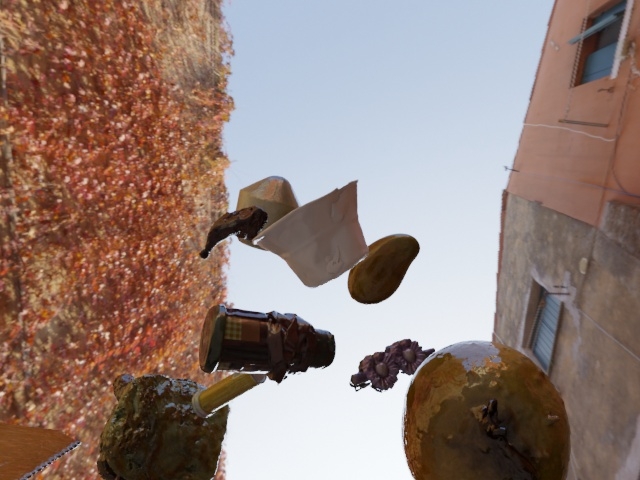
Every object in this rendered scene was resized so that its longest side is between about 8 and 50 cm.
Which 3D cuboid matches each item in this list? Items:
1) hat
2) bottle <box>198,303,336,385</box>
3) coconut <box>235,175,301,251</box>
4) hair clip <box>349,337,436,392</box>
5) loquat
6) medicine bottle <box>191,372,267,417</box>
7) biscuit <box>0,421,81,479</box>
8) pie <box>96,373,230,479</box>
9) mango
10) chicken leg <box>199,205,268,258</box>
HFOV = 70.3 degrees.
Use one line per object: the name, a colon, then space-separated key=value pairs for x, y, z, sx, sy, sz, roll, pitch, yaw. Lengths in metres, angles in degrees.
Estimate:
hat: x=0.000 y=0.000 z=0.747 sx=0.203 sy=0.203 sz=0.126 roll=-28 pitch=-86 yaw=12
bottle: x=-0.100 y=0.217 z=0.916 sx=0.271 sy=0.143 sz=0.156 roll=12 pitch=-41 yaw=-21
coconut: x=-0.151 y=-0.084 z=1.344 sx=0.202 sy=0.202 sz=0.222 roll=16 pitch=-85 yaw=5
hair clip: x=0.191 y=0.322 z=1.181 sx=0.084 sy=0.292 sz=0.106 roll=-52 pitch=-123 yaw=44
loquat: x=0.155 y=0.188 z=0.460 sx=0.149 sy=0.204 sz=0.172 roll=9 pitch=-104 yaw=-8
medicine bottle: x=-0.239 y=0.390 z=1.192 sx=0.218 sy=0.074 sz=0.074 roll=-34 pitch=-85 yaw=23
biscuit: x=-0.492 y=0.297 z=0.648 sx=0.236 sy=0.232 sz=0.013 roll=8 pitch=-98 yaw=-2
pie: x=-0.492 y=0.630 z=1.489 sx=0.417 sy=0.396 sz=0.180 roll=23 pitch=-47 yaw=-27
mango: x=0.159 y=0.070 z=1.174 sx=0.136 sy=0.099 sz=0.227 roll=43 pitch=-78 yaw=8
chicken leg: x=-0.220 y=-0.024 z=1.119 sx=0.204 sy=0.053 sz=0.093 roll=-17 pitch=-78 yaw=18
